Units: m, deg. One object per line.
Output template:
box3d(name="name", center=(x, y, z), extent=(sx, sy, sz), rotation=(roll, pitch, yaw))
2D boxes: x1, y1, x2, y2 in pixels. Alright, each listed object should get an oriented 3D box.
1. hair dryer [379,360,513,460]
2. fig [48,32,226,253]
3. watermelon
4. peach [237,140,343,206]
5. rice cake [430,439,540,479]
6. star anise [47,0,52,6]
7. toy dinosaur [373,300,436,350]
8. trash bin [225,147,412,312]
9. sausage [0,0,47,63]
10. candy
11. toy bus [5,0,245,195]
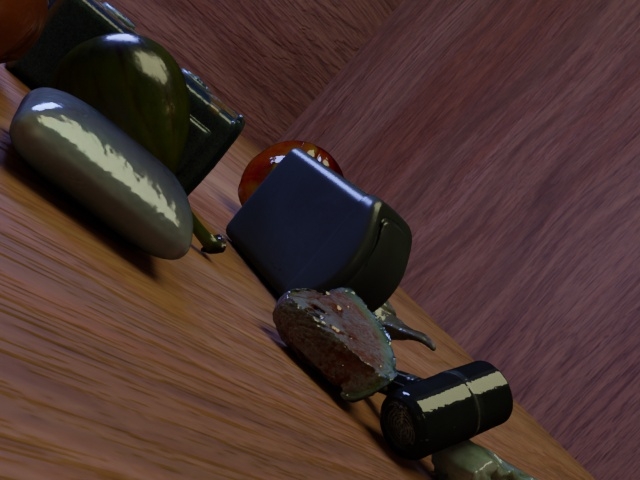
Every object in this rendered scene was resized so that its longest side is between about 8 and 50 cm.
box3d(name="hair dryer", center=(0.085, 0.160, 0.941), extent=(0.124, 0.071, 0.219), rotation=(-12, 13, -30))
box3d(name="fig", center=(-0.195, -0.093, 0.947), extent=(0.151, 0.152, 0.259), rotation=(-80, 153, -85))
box3d(name="watermelon", center=(0.002, 0.099, 0.923), extent=(0.139, 0.071, 0.187), rotation=(32, 16, -23))
box3d(name="peach", center=(-0.047, -0.079, 1.512), extent=(0.197, 0.197, 0.197), rotation=(42, 4, -4))
box3d(name="rice cake", center=(0.220, 0.287, 1.000), extent=(0.066, 0.063, 0.336), rotation=(33, -1, 41))
box3d(name="star anise", center=(-0.484, -0.422, 1.409), extent=(0.257, 0.111, 0.198), rotation=(-61, 129, -70))
box3d(name="toy dinosaur", center=(0.045, 0.085, 1.313), extent=(0.162, 0.077, 0.294), rotation=(39, 5, -39))
box3d(name="trash bin", center=(0.000, 0.000, 1.129), extent=(0.101, 0.176, 0.236), rotation=(37, 4, -45))
box3d(name="sausage", center=(-0.324, -0.228, 0.832), extent=(0.133, 0.133, 0.258), rotation=(41, 3, -17))
box3d(name="candy", center=(-0.183, -0.060, 0.756), extent=(0.174, 0.071, 0.138), rotation=(41, 5, -22))
box3d(name="toy bus", center=(-0.233, -0.182, 1.098), extent=(0.275, 0.138, 0.167), rotation=(40, 6, -12))
